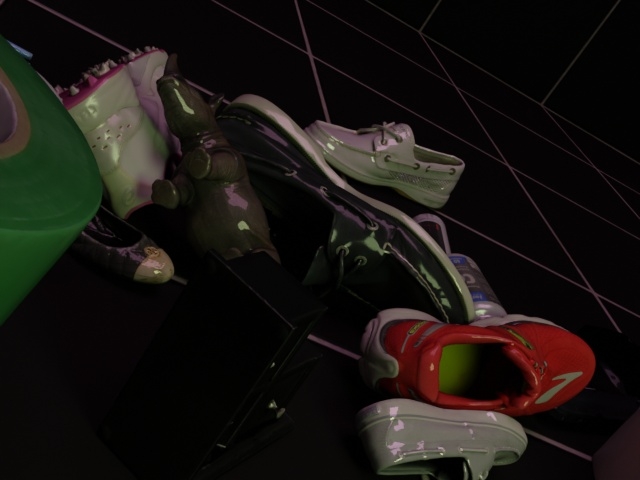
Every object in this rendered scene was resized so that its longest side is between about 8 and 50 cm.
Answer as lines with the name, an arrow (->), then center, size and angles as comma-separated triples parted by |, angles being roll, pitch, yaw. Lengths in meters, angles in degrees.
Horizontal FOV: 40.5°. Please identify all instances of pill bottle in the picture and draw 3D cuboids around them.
pill bottle -> 0.160, 0.081, 0.952 | 0.078, 0.078, 0.137 | 22, 25, -26

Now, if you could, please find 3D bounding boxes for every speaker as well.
speaker -> 0.136, 0.017, 1.080 | 0.055, 0.055, 0.136 | 30, 23, -10

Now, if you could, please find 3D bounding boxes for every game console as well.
game console -> 0.353, 0.179, 1.067 | 0.361, 0.044, 0.213 | 15, 28, -39

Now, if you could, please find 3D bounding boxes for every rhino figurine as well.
rhino figurine -> -0.098, -0.050, 0.761 | 0.106, 0.073, 0.243 | -2, 74, -71

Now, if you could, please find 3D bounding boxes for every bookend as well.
bookend -> -0.045, 0.077, 0.585 | 0.072, 0.156, 0.157 | 41, 23, 17

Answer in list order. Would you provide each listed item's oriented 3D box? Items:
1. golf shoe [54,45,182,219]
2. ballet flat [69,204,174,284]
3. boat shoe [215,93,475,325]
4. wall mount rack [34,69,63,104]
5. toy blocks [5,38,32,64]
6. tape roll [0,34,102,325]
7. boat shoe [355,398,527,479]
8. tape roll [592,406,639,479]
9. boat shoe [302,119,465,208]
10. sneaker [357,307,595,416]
golf shoe -> -0.191, -0.110, 0.863 | 0.140, 0.115, 0.306 | 60, 11, -15
ballet flat -> -0.193, -0.021, 0.719 | 0.173, 0.049, 0.057 | 35, 23, 3
boat shoe -> 0.001, -0.002, 0.871 | 0.340, 0.127, 0.113 | 46, 51, 2
wall mount rack -> -0.316, -0.053, 0.535 | 0.304, 0.130, 0.350 | 34, 22, -10
toy blocks -> -0.367, -0.222, 0.882 | 0.148, 0.054, 0.123 | 22, 26, -26
tape roll -> -0.240, -0.086, 0.350 | 0.321, 0.077, 0.321 | 41, 9, -8
boat shoe -> 0.110, 0.177, 0.723 | 0.184, 0.066, 0.063 | 22, 44, -39
tape roll -> 0.424, 0.246, 0.861 | 0.246, 0.169, 0.246 | 29, 24, -14
boat shoe -> 0.098, -0.134, 1.274 | 0.277, 0.096, 0.098 | 16, 29, -36
sneaker -> 0.167, 0.126, 0.801 | 0.279, 0.107, 0.118 | 5, 3, -34
